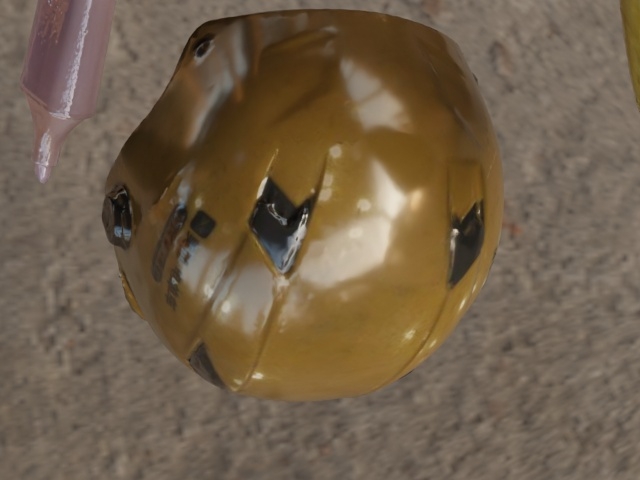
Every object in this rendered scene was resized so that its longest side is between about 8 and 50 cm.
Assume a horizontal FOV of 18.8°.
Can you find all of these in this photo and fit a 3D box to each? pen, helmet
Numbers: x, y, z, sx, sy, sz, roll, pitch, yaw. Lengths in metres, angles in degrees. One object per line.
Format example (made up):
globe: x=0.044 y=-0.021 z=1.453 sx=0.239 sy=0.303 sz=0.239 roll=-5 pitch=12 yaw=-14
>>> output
pen: x=-0.137 y=-0.121 z=1.075 sx=0.053 sy=0.032 sz=0.197 roll=38 pitch=122 yaw=39
helmet: x=0.000 y=0.000 z=0.939 sx=0.198 sy=0.130 sz=0.224 roll=8 pitch=122 yaw=-21

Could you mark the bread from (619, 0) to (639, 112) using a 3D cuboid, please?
bread: x=0.188 y=-0.093 z=0.741 sx=0.140 sy=0.236 sz=0.106 roll=-30 pitch=47 yaw=-11
